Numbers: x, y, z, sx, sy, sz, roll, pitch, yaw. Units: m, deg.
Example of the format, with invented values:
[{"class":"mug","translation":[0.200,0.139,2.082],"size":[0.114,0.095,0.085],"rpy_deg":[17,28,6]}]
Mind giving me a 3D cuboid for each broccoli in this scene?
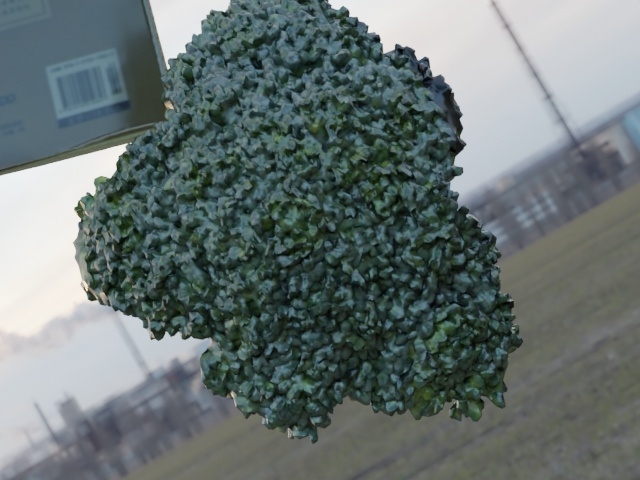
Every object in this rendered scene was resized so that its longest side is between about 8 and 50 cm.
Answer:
[{"class":"broccoli","translation":[-0.021,-0.010,0.873],"size":[0.221,0.252,0.361],"rpy_deg":[-54,13,-6]}]

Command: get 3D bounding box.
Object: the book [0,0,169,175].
[{"class":"book","translation":[-0.226,-0.188,0.865],"size":[0.216,0.310,0.021],"rpy_deg":[-15,-11,0]}]
